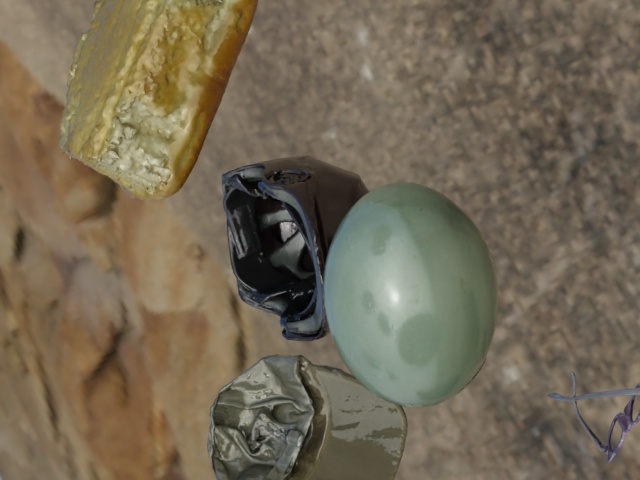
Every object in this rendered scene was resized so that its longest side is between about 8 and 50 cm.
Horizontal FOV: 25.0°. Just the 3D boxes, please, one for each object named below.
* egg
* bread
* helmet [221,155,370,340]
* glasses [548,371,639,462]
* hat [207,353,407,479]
[{"bbox_3d":[0.105,0.066,1.679,0.203,0.203,0.282,35,141,55],"label":"egg"},{"bbox_3d":[-0.151,-0.163,1.349,0.121,0.245,0.174,25,177,-36],"label":"bread"},{"bbox_3d":[0.000,0.000,1.906,0.305,0.177,0.225,31,130,53],"label":"helmet"},{"bbox_3d":[0.349,0.218,1.853,0.140,0.104,0.062,112,172,-48],"label":"glasses"},{"bbox_3d":[-0.022,0.274,1.963,0.245,0.214,0.149,25,171,-33],"label":"hat"}]
